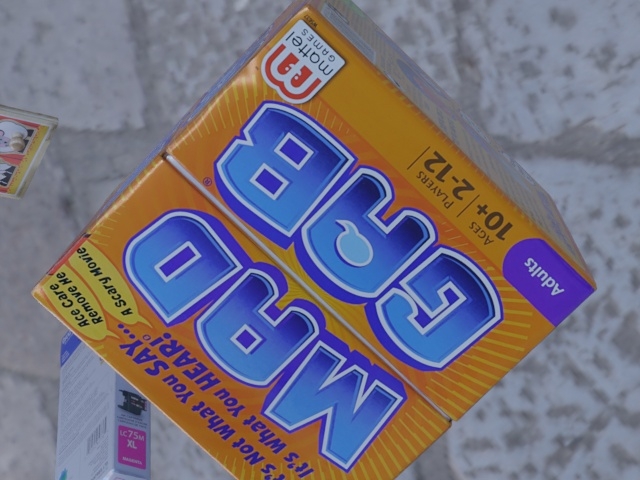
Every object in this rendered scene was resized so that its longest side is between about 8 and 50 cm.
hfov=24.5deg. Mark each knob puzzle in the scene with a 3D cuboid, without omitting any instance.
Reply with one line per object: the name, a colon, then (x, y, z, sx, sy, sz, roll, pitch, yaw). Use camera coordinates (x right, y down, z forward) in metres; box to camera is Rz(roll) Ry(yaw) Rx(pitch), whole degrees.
knob puzzle: (-0.430, -0.107, 1.765, 0.213, 0.213, 0.030, -38, 46, 41)

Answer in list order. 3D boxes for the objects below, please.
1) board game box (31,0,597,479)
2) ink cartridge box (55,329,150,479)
board game box: (0.000, 0.000, 1.450, 0.356, 0.356, 0.356, 43, 102, -8)
ink cartridge box: (-0.284, 0.215, 1.927, 0.186, 0.065, 0.311, -48, 37, 40)
